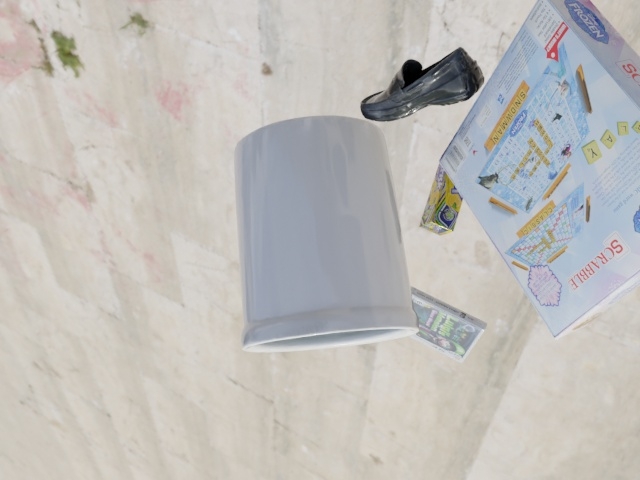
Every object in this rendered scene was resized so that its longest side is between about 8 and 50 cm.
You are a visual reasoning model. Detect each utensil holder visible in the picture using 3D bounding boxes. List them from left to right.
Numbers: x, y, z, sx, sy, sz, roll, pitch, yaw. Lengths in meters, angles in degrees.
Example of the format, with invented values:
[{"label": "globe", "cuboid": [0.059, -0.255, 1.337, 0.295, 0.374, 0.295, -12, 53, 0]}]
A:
[{"label": "utensil holder", "cuboid": [0.000, 0.000, 1.267, 0.327, 0.327, 0.386, -19, 72, 47]}]

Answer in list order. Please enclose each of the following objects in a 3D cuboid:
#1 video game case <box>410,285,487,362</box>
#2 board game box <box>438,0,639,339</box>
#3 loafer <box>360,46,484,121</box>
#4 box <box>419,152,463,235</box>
[{"label": "video game case", "cuboid": [0.251, 0.185, 1.440, 0.173, 0.022, 0.190, 26, 150, 11]}, {"label": "board game box", "cuboid": [0.309, -0.083, 0.843, 0.318, 0.065, 0.319, 62, 153, 23]}, {"label": "loafer", "cuboid": [0.142, -0.237, 1.014, 0.223, 0.076, 0.078, -6, 124, 48]}, {"label": "box", "cuboid": [0.259, -0.099, 1.366, 0.054, 0.169, 0.059, 22, 166, -13]}]
